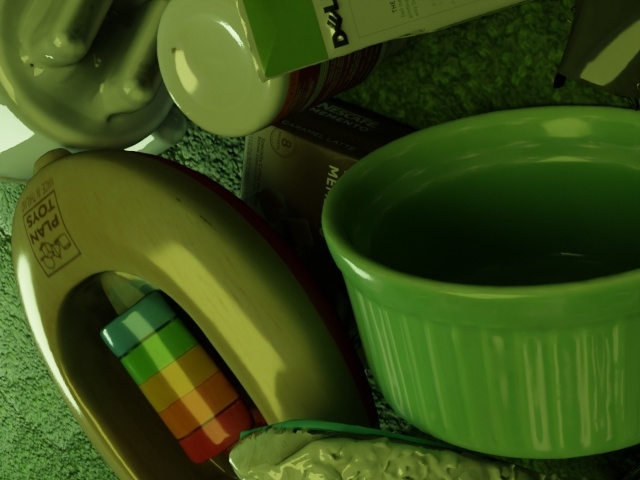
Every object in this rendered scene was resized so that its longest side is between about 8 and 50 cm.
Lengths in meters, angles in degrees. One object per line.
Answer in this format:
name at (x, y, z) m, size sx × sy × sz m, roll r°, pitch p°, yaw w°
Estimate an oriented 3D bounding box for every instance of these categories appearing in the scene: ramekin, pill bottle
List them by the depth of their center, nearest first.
ramekin at (0.161, 0.023, 0.784) m, size 0.303 × 0.303 × 0.148 m, roll 8°, pitch 122°, yaw 32°
pill bottle at (-0.019, -0.170, 0.862) m, size 0.121 × 0.221 × 0.121 m, roll 16°, pitch 120°, yaw 30°

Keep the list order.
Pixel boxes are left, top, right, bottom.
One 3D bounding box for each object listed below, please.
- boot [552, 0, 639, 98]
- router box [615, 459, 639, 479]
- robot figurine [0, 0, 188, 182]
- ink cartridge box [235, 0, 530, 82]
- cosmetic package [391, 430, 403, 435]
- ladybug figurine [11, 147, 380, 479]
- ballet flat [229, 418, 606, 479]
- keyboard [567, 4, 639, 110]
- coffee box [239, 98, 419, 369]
boot at (0.270, -0.151, 0.746) m, size 0.198 × 0.077 × 0.137 m, roll 22°, pitch 108°, yaw 32°
router box at (0.320, 0.221, 0.921) m, size 0.092 × 0.038 × 0.122 m, roll 43°, pitch 129°, yaw 11°
robot figurine at (-0.271, -0.166, 1.040) m, size 0.300 × 0.199 × 0.353 m, roll 38°, pitch 152°, yaw -29°
ink cartridge box at (0.030, -0.237, 0.769) m, size 0.097 × 0.255 × 0.188 m, roll 15°, pitch 124°, yaw 66°
cosmetic package at (0.004, 0.344, 1.155) m, size 0.309 × 0.113 × 0.160 m, roll -38°, pitch 87°, yaw 39°
ladybug figurine at (-0.100, 0.099, 0.952) m, size 0.305 × 0.162 × 0.449 m, roll -30°, pitch 95°, yaw 40°
ballet flat at (0.125, 0.228, 0.799) m, size 0.147 × 0.409 × 0.147 m, roll -37°, pitch 45°, yaw 50°
keyboard at (0.242, -0.178, 0.808) m, size 0.100 × 0.038 × 0.192 m, roll -39°, pitch 84°, yaw 17°
coffee box at (0.000, 0.000, 1.007) m, size 0.141 × 0.098 × 0.246 m, roll 24°, pitch 124°, yaw 23°
